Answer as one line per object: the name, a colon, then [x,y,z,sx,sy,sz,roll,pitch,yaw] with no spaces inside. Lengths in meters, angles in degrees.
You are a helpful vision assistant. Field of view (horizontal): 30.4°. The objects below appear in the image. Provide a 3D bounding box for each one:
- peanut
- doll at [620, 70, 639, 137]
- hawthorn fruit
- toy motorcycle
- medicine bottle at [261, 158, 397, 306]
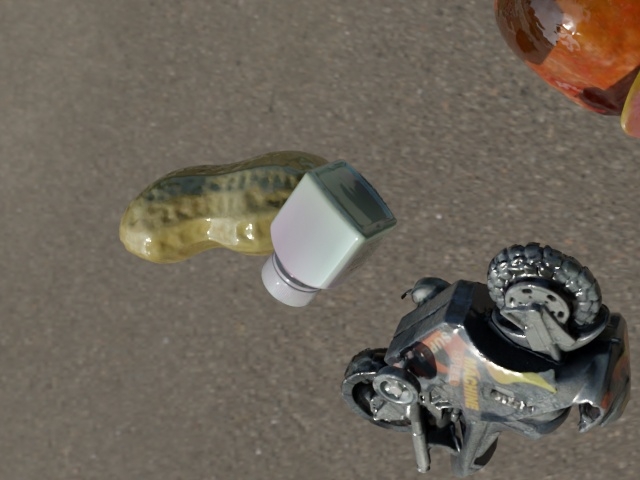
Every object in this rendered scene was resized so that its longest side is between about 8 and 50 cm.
peanut: [-0.110,-0.031,1.398,0.274,0.111,0.125,-12,55,12]
doll: [0.306,-0.145,0.681,0.269,0.166,0.162,152,126,-70]
hawthorn fruit: [0.291,-0.195,1.065,0.243,0.207,0.207,45,122,-5]
toy motorcycle: [0.141,0.106,0.940,0.307,0.173,0.108,-43,16,52]
medicine bottle: [0.000,0.000,0.959,0.074,0.055,0.118,48,131,14]
